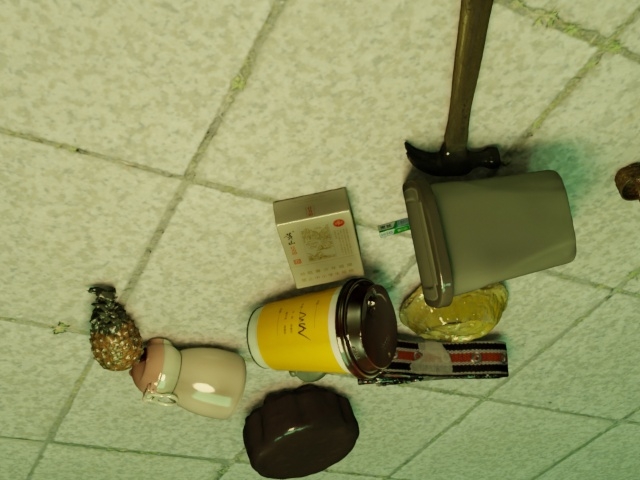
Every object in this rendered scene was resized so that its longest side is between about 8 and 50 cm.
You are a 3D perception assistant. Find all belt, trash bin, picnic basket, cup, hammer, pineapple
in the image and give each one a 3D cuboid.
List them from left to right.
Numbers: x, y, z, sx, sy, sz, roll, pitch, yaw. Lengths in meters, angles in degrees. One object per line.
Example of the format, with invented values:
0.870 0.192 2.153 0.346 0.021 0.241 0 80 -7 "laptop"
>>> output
-0.410 0.168 1.593 0.108 0.108 0.198 -4 129 -5 "pineapple"
0.003 0.181 1.588 0.279 0.196 0.196 -10 144 29 "cup"
0.257 0.273 1.821 0.359 0.094 0.126 0 157 -12 "belt"
0.224 -0.262 1.229 0.168 0.044 0.440 -6 140 -5 "hammer"
0.282 -0.017 1.385 0.250 0.220 0.219 -12 -178 -9 "trash bin"
0.578 -0.091 1.465 0.072 0.083 0.072 -4 140 -4 "picnic basket"

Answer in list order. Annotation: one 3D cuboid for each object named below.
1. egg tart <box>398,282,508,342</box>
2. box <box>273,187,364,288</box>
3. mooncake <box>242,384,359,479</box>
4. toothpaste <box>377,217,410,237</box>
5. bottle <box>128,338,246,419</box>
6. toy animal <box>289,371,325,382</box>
0.289 0.161 1.715 0.232 0.098 0.252 -34 138 32 "egg tart"
0.000 0.000 1.489 0.141 0.058 0.201 -12 141 4 "box"
-0.051 0.467 1.980 0.283 0.141 0.283 -13 142 -10 "mooncake"
0.150 -0.027 1.514 0.083 0.020 0.017 -16 138 8 "toothpaste"
-0.290 0.290 1.723 0.236 0.147 0.147 17 134 -22 "bottle"
0.039 0.222 1.717 0.236 0.138 0.108 -23 105 23 "toy animal"
